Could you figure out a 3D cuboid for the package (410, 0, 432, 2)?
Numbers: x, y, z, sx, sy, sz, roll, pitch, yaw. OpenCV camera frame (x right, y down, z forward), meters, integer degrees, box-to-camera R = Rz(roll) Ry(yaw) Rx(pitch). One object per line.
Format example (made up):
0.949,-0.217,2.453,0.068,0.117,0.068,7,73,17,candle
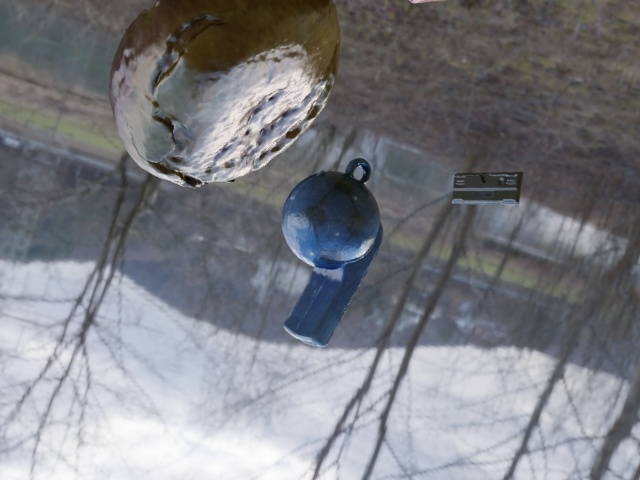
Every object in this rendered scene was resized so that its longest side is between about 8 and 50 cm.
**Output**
0.285,-0.428,1.250,0.423,0.196,0.123,0,164,15,package

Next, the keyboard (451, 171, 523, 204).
0.250,-0.079,1.446,0.015,0.049,0.129,7,177,-41,keyboard

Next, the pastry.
-0.115,-0.215,1.266,0.164,0.356,0.356,55,-162,24,pastry

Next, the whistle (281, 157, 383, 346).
0.000,0.000,0.797,0.090,0.158,0.090,29,170,5,whistle
